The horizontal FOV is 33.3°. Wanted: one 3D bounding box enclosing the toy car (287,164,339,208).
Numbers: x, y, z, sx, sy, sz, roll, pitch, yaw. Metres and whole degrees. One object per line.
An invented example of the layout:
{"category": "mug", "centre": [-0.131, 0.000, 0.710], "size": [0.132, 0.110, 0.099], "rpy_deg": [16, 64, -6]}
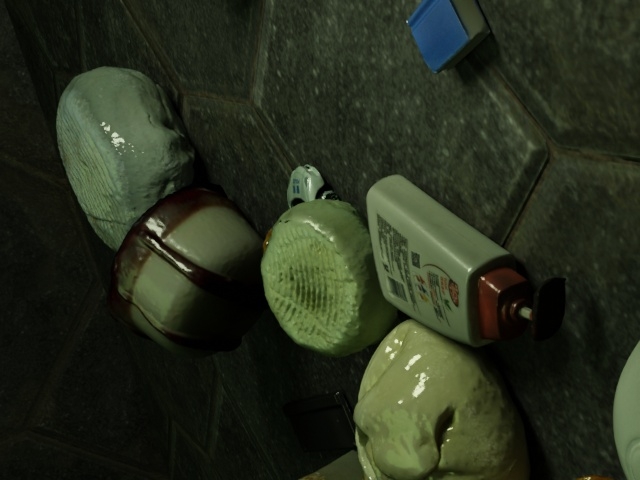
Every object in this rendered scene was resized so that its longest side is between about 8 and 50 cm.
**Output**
{"category": "toy car", "centre": [0.000, 0.000, 1.420], "size": [0.095, 0.056, 0.205], "rpy_deg": [9, 120, 67]}

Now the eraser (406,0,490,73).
{"category": "eraser", "centre": [0.115, -0.197, 0.982], "size": [0.063, 0.027, 0.085], "rpy_deg": [64, 159, 5]}

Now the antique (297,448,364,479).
{"category": "antique", "centre": [0.083, 0.437, 1.564], "size": [0.284, 0.150, 0.125], "rpy_deg": [25, 133, 49]}

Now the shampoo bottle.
{"category": "shampoo bottle", "centre": [0.149, 0.037, 1.082], "size": [0.284, 0.071, 0.153], "rpy_deg": [28, 133, 56]}

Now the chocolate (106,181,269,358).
{"category": "chocolate", "centre": [-0.183, 0.069, 1.691], "size": [0.186, 0.283, 0.283], "rpy_deg": [36, 147, 22]}

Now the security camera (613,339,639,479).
{"category": "security camera", "centre": [0.285, 0.102, 0.651], "size": [0.194, 0.195, 0.236], "rpy_deg": [50, 155, 39]}

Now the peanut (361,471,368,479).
{"category": "peanut", "centre": [0.152, 0.385, 1.355], "size": [0.274, 0.111, 0.125], "rpy_deg": [57, -173, 19]}

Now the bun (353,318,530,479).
{"category": "bun", "centre": [0.122, 0.230, 1.213], "size": [0.259, 0.160, 0.259], "rpy_deg": [46, 148, 40]}

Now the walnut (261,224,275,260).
{"category": "walnut", "centre": [-0.035, 0.051, 1.538], "size": [0.170, 0.069, 0.143], "rpy_deg": [70, 161, 1]}

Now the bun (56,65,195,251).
{"category": "bun", "centre": [-0.332, -0.136, 1.894], "size": [0.354, 0.194, 0.354], "rpy_deg": [46, 149, 39]}

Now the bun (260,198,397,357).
{"category": "bun", "centre": [0.019, 0.041, 1.312], "size": [0.195, 0.118, 0.195], "rpy_deg": [23, 125, 37]}

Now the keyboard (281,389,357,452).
{"category": "keyboard", "centre": [0.000, 0.300, 1.769], "size": [0.101, 0.018, 0.310], "rpy_deg": [64, 159, 4]}

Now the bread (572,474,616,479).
{"category": "bread", "centre": [0.229, 0.337, 1.041], "size": [0.288, 0.204, 0.156], "rpy_deg": [104, 156, -53]}
